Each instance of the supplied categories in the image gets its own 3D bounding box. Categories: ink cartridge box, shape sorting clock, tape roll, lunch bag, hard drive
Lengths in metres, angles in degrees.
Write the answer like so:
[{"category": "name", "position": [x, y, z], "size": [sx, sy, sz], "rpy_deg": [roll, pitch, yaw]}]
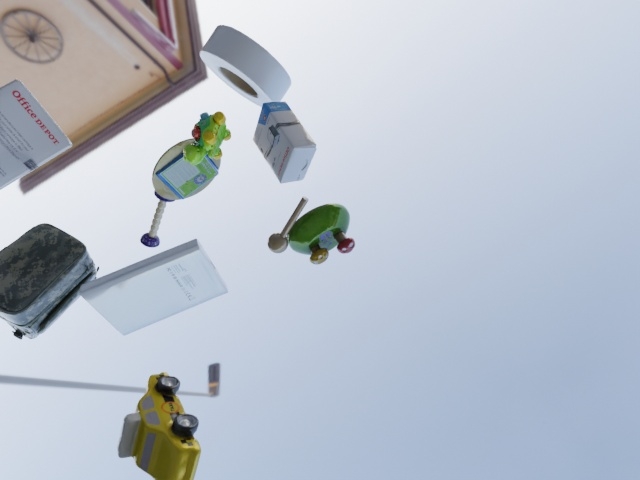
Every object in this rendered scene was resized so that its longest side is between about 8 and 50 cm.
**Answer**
[{"category": "ink cartridge box", "position": [-0.106, -0.279, 1.232], "size": [0.191, 0.082, 0.140], "rpy_deg": [59, -37, 26]}, {"category": "shape sorting clock", "position": [-0.367, -0.196, 1.196], "size": [0.206, 0.206, 0.040], "rpy_deg": [-42, -114, 6]}, {"category": "tape roll", "position": [-0.233, -0.537, 1.367], "size": [0.286, 0.286, 0.100], "rpy_deg": [31, -92, 33]}, {"category": "ink cartridge box", "position": [-0.837, -0.262, 1.134], "size": [0.273, 0.198, 0.114], "rpy_deg": [-38, -152, -15]}, {"category": "lunch bag", "position": [-0.858, 0.135, 1.346], "size": [0.212, 0.256, 0.305], "rpy_deg": [27, -126, 4]}, {"category": "hard drive", "position": [-0.490, 0.147, 1.314], "size": [0.353, 0.233, 0.047], "rpy_deg": [-23, -135, -4]}]

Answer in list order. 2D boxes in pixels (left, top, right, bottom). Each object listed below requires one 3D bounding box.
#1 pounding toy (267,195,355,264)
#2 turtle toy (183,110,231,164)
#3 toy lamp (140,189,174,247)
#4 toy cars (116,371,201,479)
[{"category": "pounding toy", "position": [0.000, 0.000, 1.109], "size": [0.183, 0.237, 0.110], "rpy_deg": [-45, -120, 25]}, {"category": "turtle toy", "position": [-0.242, -0.216, 0.918], "size": [0.066, 0.095, 0.130], "rpy_deg": [21, -105, 3]}, {"category": "toy lamp", "position": [-0.564, -0.100, 1.523], "size": [0.080, 0.080, 0.275], "rpy_deg": [53, -52, 33]}, {"category": "toy cars", "position": [-0.223, 0.370, 0.585], "size": [0.176, 0.087, 0.394], "rpy_deg": [-41, -127, 42]}]
